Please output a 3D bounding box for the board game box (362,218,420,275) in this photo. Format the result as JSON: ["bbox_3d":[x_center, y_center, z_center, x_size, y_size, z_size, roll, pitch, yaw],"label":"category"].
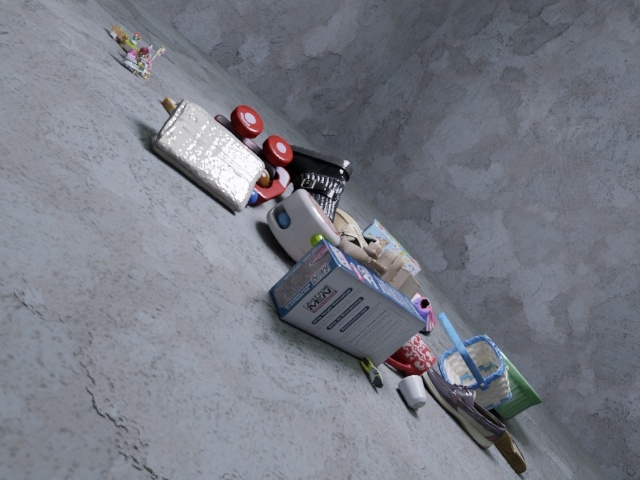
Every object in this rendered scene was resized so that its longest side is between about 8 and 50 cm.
[{"bbox_3d":[0.279,0.059,2.062,0.275,0.144,0.142,46,13,-2],"label":"board game box"}]

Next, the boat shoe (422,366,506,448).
[{"bbox_3d":[0.411,0.462,1.386,0.285,0.092,0.103,48,14,8],"label":"boat shoe"}]

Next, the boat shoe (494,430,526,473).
[{"bbox_3d":[0.573,0.634,1.473,0.049,0.056,0.152,33,27,-58],"label":"boat shoe"}]

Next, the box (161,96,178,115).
[{"bbox_3d":[-0.428,-0.394,1.520,0.081,0.028,0.136,52,16,24],"label":"box"}]

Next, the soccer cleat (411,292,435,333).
[{"bbox_3d":[0.384,0.272,1.815,0.318,0.116,0.108,27,23,-53],"label":"soccer cleat"}]

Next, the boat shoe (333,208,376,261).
[{"bbox_3d":[0.103,-0.008,1.825,0.302,0.109,0.098,56,15,19],"label":"boat shoe"}]

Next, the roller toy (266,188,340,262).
[{"bbox_3d":[-0.052,-0.032,1.334,0.191,0.146,0.209,54,7,-4],"label":"roller toy"}]

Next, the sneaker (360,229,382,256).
[{"bbox_3d":[0.207,0.045,1.917,0.232,0.115,0.090,36,47,-16],"label":"sneaker"}]

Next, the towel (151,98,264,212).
[{"bbox_3d":[-0.279,-0.215,1.233,0.282,0.049,0.187,40,49,-26],"label":"towel"}]

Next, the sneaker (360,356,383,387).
[{"bbox_3d":[0.126,0.307,1.119,0.035,0.031,0.083,32,19,-46],"label":"sneaker"}]

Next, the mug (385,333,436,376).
[{"bbox_3d":[0.218,0.299,1.330,0.169,0.150,0.113,51,-22,5],"label":"mug"}]

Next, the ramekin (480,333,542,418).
[{"bbox_3d":[0.662,0.516,1.804,0.303,0.148,0.303,49,7,-8],"label":"ramekin"}]

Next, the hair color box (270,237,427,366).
[{"bbox_3d":[0.073,0.153,1.104,0.347,0.174,0.105,35,17,-39],"label":"hair color box"}]

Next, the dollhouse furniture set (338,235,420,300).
[{"bbox_3d":[0.111,0.108,1.533,0.356,0.173,0.303,30,-13,40],"label":"dollhouse furniture set"}]

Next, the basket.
[{"bbox_3d":[0.489,0.395,1.584,0.289,0.201,0.254,52,12,-19],"label":"basket"}]

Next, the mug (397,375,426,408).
[{"bbox_3d":[0.235,0.378,1.185,0.078,0.062,0.064,27,30,-36],"label":"mug"}]

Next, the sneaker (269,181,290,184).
[{"bbox_3d":[-0.158,-0.243,1.818,0.073,0.063,0.162,47,13,19],"label":"sneaker"}]

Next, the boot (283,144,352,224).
[{"bbox_3d":[-0.083,-0.180,1.625,0.348,0.260,0.131,14,-26,23],"label":"boot"}]

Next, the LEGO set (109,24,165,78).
[{"bbox_3d":[-0.583,-0.628,1.565,0.132,0.107,0.287,31,20,-47],"label":"LEGO set"}]

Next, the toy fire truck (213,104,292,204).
[{"bbox_3d":[-0.229,-0.225,1.410,0.302,0.169,0.253,42,40,-22],"label":"toy fire truck"}]
